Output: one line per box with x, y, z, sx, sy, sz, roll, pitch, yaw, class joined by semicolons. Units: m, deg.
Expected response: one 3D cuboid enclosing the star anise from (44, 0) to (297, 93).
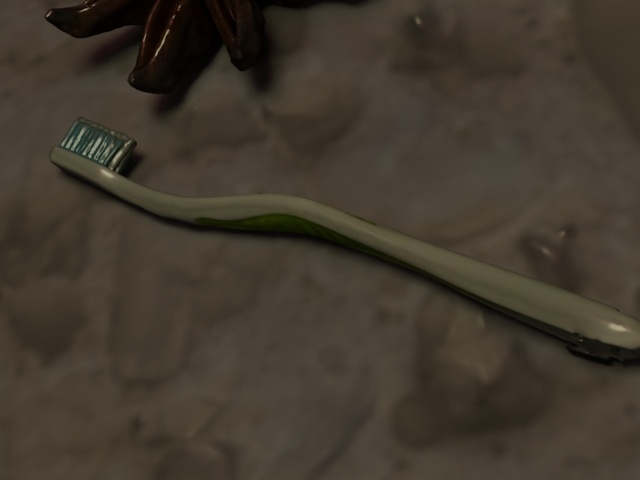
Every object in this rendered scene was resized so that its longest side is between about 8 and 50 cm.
-0.046;-0.111;0.715;0.141;0.042;0.141;-9;53;12;star anise

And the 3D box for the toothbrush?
0.000;0.000;0.631;0.263;0.022;0.026;21;77;33;toothbrush
